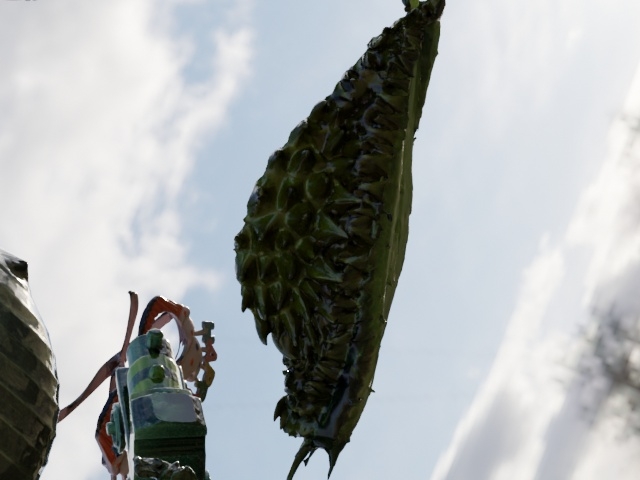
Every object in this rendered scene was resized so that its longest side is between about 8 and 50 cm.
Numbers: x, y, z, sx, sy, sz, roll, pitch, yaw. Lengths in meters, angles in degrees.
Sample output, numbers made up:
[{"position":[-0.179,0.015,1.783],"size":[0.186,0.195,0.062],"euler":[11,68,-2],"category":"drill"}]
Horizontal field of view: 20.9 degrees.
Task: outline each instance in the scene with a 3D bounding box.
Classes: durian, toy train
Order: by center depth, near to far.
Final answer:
[{"position":[0.005,0.002,1.183],"size":[0.132,0.106,0.375],"euler":[-17,-57,-74],"category":"durian"},{"position":[-0.139,0.161,1.513],"size":[0.200,0.083,0.132],"euler":[-116,27,-58],"category":"toy train"}]

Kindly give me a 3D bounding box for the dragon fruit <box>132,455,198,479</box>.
[{"position":[-0.081,0.260,1.197],"size":[0.137,0.236,0.135],"euler":[-35,8,-14],"category":"dragon fruit"}]

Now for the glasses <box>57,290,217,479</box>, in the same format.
[{"position":[-0.195,0.173,1.854],"size":[0.162,0.095,0.255],"euler":[49,-123,-43],"category":"glasses"}]

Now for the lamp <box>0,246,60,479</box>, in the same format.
[{"position":[-0.271,0.091,1.080],"size":[0.265,0.233,0.233],"euler":[52,-125,-35],"category":"lamp"}]
